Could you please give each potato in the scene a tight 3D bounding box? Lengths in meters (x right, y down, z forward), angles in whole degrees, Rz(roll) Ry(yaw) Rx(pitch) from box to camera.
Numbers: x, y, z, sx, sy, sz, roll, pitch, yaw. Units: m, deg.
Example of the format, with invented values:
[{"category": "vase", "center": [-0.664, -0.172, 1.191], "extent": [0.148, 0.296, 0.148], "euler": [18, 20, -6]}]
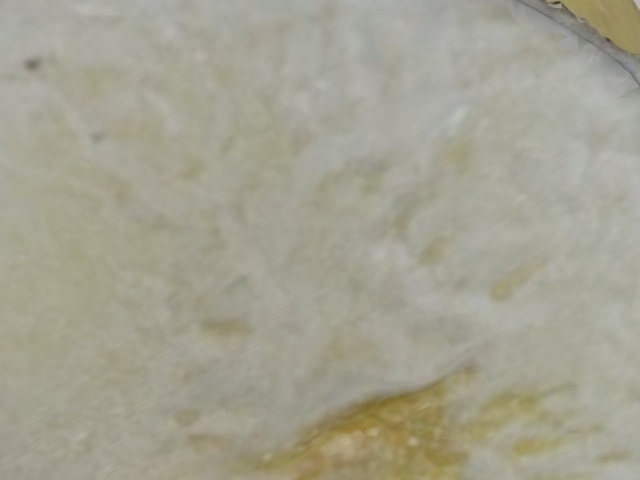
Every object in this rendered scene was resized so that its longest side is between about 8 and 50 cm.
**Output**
[{"category": "potato", "center": [0.000, 0.000, 0.461], "extent": [0.246, 0.300, 0.196], "euler": [-20, 31, 8]}]

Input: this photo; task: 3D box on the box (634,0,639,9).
[{"category": "box", "center": [0.000, -0.027, 0.697], "extent": [0.349, 0.141, 0.289], "euler": [13, 77, 2]}]
